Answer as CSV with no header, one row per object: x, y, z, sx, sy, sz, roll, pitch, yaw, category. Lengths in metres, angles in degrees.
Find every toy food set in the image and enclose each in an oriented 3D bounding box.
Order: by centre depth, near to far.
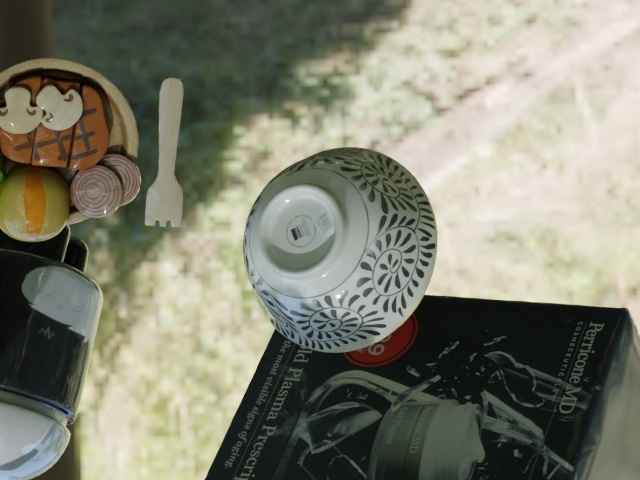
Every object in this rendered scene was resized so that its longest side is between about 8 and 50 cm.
-0.189,-0.062,1.326,0.192,0.132,0.038,1,-163,-10,toy food set

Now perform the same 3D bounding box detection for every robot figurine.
-0.326,0.112,1.944,0.209,0.278,0.173,23,157,-32,robot figurine

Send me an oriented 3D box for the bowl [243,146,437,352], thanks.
0.000,0.000,1.487,0.170,0.170,0.080,-7,166,25,bowl

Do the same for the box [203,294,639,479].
0.081,0.225,1.519,0.312,0.343,0.179,3,141,29,box
